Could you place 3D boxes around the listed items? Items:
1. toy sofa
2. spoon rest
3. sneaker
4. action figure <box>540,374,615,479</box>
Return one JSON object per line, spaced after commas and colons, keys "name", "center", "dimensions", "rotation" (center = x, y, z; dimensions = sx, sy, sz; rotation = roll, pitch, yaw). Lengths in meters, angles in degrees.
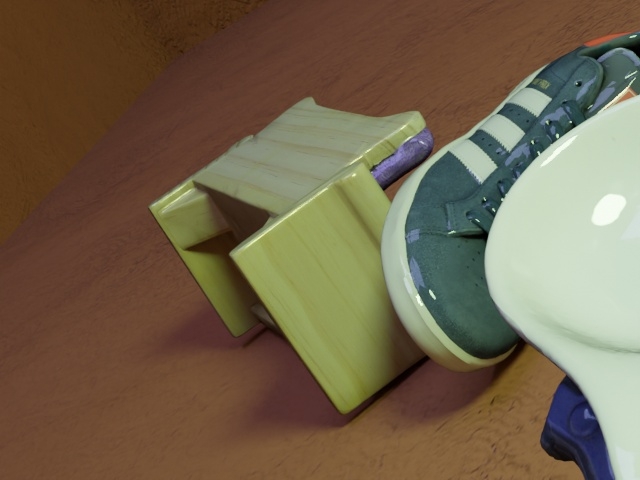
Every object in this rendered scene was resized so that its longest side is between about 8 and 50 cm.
{"name": "toy sofa", "center": [0.000, 0.000, 1.404], "dimensions": [0.177, 0.150, 0.362], "rotation": [-35, 15, -10]}
{"name": "spoon rest", "center": [0.120, 0.034, 0.559], "dimensions": [0.137, 0.084, 0.276], "rotation": [-20, 39, 18]}
{"name": "sneaker", "center": [0.165, -0.049, 1.201], "dimensions": [0.148, 0.131, 0.350], "rotation": [-30, 16, 42]}
{"name": "action figure", "center": [0.255, 0.116, 0.575], "dimensions": [0.330, 0.178, 0.341], "rotation": [-45, 40, 2]}
